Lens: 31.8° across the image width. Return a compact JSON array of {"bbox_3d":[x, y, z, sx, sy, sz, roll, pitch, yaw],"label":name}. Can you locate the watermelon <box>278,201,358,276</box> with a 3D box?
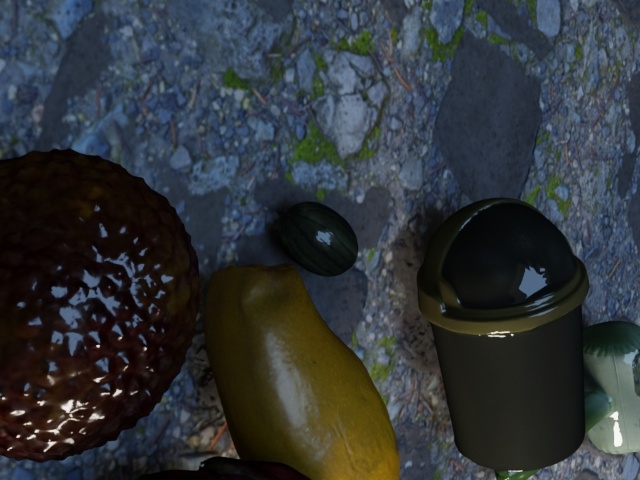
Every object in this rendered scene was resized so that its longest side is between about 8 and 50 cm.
[{"bbox_3d":[0.000,0.000,1.274,0.110,0.078,0.078,35,70,-44],"label":"watermelon"}]

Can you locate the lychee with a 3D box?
[{"bbox_3d":[-0.222,0.056,0.960,0.260,0.260,0.261,-6,98,-43],"label":"lychee"}]

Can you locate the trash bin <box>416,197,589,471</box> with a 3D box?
[{"bbox_3d":[0.235,0.108,1.422,0.214,0.214,0.334,-26,116,-39],"label":"trash bin"}]

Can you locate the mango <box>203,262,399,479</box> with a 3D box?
[{"bbox_3d":[-0.024,0.179,1.230,0.359,0.144,0.187,58,45,-24],"label":"mango"}]

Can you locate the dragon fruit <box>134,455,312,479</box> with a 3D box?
[{"bbox_3d":[-0.101,0.362,1.066,0.329,0.329,0.329,-6,98,-43],"label":"dragon fruit"}]

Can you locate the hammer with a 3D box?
[{"bbox_3d":[0.366,0.264,1.642,0.335,0.119,0.206,-27,112,-32],"label":"hammer"}]
